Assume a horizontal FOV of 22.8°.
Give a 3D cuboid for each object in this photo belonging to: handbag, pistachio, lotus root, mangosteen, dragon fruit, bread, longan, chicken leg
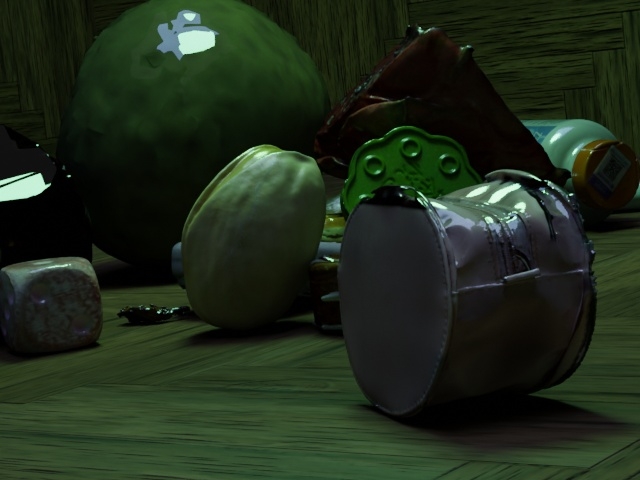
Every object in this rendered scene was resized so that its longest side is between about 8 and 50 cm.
[{"bbox_3d":[0.101,0.037,1.168,0.116,0.179,0.205,-1,4,-23],"label":"handbag"},{"bbox_3d":[-0.068,-0.001,1.632,0.145,0.200,0.117,17,9,-36],"label":"pistachio"},{"bbox_3d":[0.105,-0.034,2.018,0.186,0.186,0.186,-6,6,1],"label":"lotus root"},{"bbox_3d":[-0.405,-0.001,1.795,0.288,0.233,0.287,10,43,-9],"label":"mangosteen"},{"bbox_3d":[0.163,-0.101,2.096,0.228,0.329,0.286,-43,7,-4],"label":"dragon fruit"},{"bbox_3d":[0.066,0.047,1.589,0.161,0.073,0.160,-5,2,0],"label":"bread"},{"bbox_3d":[-0.189,-0.159,2.293,0.404,0.403,0.436,-3,7,30],"label":"longan"},{"bbox_3d":[-0.189,0.082,1.775,0.083,0.021,0.036,-4,-3,16],"label":"chicken leg"}]

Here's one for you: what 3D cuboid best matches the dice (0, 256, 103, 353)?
[{"bbox_3d":[-0.286,0.068,1.664,0.094,0.091,0.093,-10,7,-24],"label":"dice"}]

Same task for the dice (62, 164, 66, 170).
[{"bbox_3d":[-0.432,-0.011,2.147,0.183,0.182,0.181,-8,5,-22],"label":"dice"}]

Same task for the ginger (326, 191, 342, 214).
[{"bbox_3d":[-0.057,-0.028,2.530,0.290,0.084,0.122,-10,-16,1],"label":"ginger"}]

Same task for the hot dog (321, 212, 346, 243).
[{"bbox_3d":[0.000,0.000,2.145,0.270,0.072,0.109,-6,4,-14],"label":"hot dog"}]

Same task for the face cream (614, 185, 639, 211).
[{"bbox_3d":[0.464,-0.074,2.438,0.198,0.057,0.084,-4,9,15],"label":"face cream"}]

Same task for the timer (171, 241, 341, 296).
[{"bbox_3d":[-0.055,0.031,1.811,0.209,0.069,0.191,4,-4,-41],"label":"timer"}]

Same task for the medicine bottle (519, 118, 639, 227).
[{"bbox_3d":[0.340,-0.098,2.307,0.157,0.157,0.289,-9,7,-25],"label":"medicine bottle"}]
